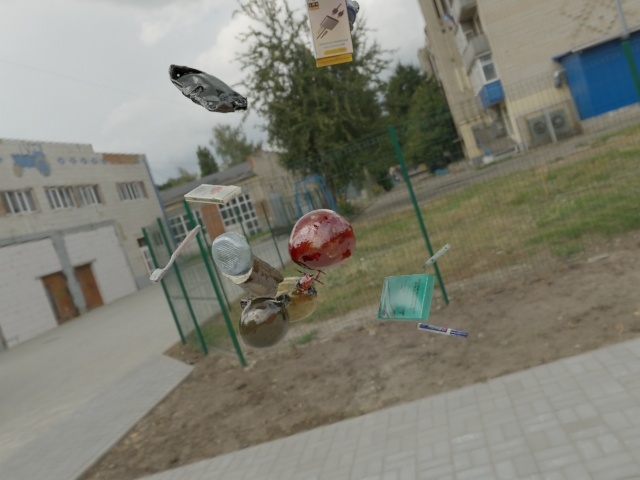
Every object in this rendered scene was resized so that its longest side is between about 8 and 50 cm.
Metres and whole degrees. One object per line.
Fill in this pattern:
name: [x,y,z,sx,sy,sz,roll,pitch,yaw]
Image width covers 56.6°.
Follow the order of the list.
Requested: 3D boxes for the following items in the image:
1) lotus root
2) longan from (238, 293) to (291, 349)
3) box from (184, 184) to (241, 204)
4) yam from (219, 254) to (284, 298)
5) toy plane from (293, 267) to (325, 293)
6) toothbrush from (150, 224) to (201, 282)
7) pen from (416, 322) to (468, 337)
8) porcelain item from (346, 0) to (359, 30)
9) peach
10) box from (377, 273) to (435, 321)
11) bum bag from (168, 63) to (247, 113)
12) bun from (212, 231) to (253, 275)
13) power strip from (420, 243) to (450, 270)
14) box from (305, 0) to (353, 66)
lotus root: [-0.162,0.238,2.316,0.310,0.183,0.183,-10,5,2]
longan: [-0.167,0.250,1.875,0.204,0.159,0.185,-47,-2,-17]
box: [-0.407,-0.176,2.247,0.198,0.029,0.109,7,32,32]
yam: [-0.227,0.117,2.003,0.128,0.129,0.238,-29,-28,12]
toy plane: [-0.034,0.148,2.119,0.194,0.126,0.077,-5,55,51]
toothbrush: [-0.466,0.036,1.933,0.029,0.025,0.307,16,39,10]
pen: [0.425,0.315,2.083,0.204,0.025,0.025,4,19,45]
porcelain item: [0.010,-0.825,2.003,0.138,0.288,0.186,-36,-26,29]
peach: [0.000,0.000,1.993,0.243,0.199,0.243,-20,15,5]
box: [0.295,0.200,2.069,0.042,0.161,0.226,23,-19,-30]
bum bag: [-0.326,-0.429,1.717,0.142,0.080,0.326,-13,41,-42]
bun: [-0.257,0.039,1.791,0.140,0.141,0.083,-16,11,33]
power strip: [0.389,0.053,1.981,0.136,0.019,0.051,-37,-13,-24]
box: [0.029,-0.686,1.883,0.129,0.247,0.033,-13,16,-7]
